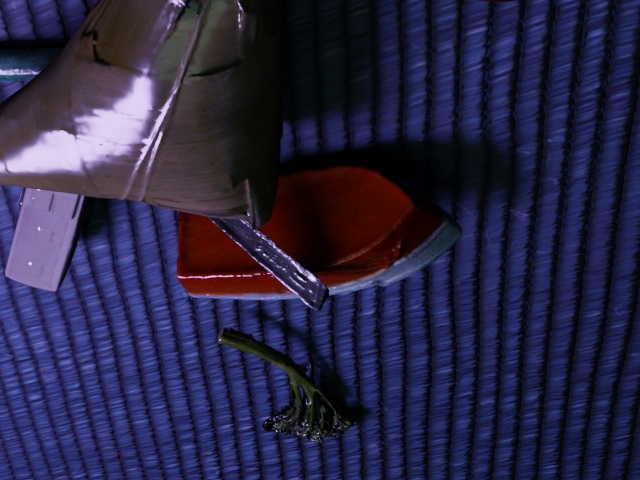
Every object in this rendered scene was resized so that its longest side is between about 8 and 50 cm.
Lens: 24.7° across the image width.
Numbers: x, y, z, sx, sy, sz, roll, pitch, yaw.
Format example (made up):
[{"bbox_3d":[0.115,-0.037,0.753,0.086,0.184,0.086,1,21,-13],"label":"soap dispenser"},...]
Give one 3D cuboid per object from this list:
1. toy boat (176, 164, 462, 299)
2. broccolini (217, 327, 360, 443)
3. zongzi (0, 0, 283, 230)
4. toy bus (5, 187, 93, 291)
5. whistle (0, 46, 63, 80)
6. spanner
[{"bbox_3d":[0.000,0.000,1.699,0.332,0.145,0.133,-8,157,23],"label":"toy boat"},{"bbox_3d":[-0.067,0.197,1.974,0.123,0.062,0.271,-31,130,19],"label":"broccolini"},{"bbox_3d":[-0.212,-0.206,1.449,0.418,0.181,0.447,1,136,-3],"label":"zongzi"},{"bbox_3d":[-0.313,-0.053,1.731,0.092,0.106,0.268,18,137,-9],"label":"toy bus"},{"bbox_3d":[-0.304,-0.197,1.625,0.186,0.039,0.039,0,136,14],"label":"whistle"},{"bbox_3d":[-0.114,-0.029,1.649,0.325,0.026,0.093,40,99,19],"label":"spanner"}]
